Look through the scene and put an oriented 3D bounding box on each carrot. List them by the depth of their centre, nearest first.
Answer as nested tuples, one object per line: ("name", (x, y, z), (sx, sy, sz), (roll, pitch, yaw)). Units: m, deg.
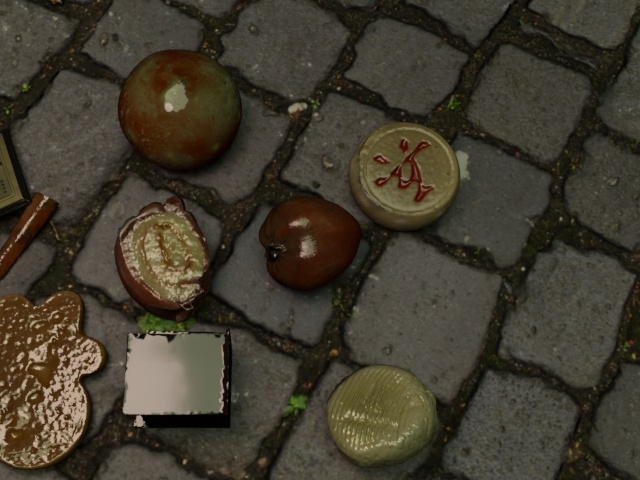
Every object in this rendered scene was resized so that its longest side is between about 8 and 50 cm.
("carrot", (-0.639, 0.000, 1.732), (0.057, 0.057, 0.224), (28, 74, 6))

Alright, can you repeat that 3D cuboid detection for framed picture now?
("framed picture", (-0.732, -0.125, 1.759), (0.199, 0.010, 0.195), (-25, 72, 1))

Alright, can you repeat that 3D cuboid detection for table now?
("table", (-0.272, 0.267, 1.595), (0.193, 0.169, 0.172), (0, 69, -4))

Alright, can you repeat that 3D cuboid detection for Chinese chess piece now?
("Chinese chess piece", (0.187, -0.142, 1.838), (0.250, 0.103, 0.249), (1, 70, -4))

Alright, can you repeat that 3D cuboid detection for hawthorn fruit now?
("hawthorn fruit", (0.000, 0.000, 1.730), (0.251, 0.199, 0.199), (-13, 70, -27))

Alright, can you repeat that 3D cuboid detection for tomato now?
("tomato", (-0.304, -0.293, 1.784), (0.270, 0.222, 0.270), (2, 72, -5))

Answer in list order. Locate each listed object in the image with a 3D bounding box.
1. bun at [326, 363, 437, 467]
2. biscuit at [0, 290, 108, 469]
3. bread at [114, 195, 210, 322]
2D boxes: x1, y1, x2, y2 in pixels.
("bun", (0.125, 0.351, 1.619), (0.221, 0.134, 0.220), (-8, 46, 9))
("biscuit", (-0.560, 0.272, 1.627), (0.275, 0.052, 0.354), (-7, 71, -8))
("bread", (-0.319, 0.055, 1.698), (0.190, 0.123, 0.244), (-25, 73, -13))
